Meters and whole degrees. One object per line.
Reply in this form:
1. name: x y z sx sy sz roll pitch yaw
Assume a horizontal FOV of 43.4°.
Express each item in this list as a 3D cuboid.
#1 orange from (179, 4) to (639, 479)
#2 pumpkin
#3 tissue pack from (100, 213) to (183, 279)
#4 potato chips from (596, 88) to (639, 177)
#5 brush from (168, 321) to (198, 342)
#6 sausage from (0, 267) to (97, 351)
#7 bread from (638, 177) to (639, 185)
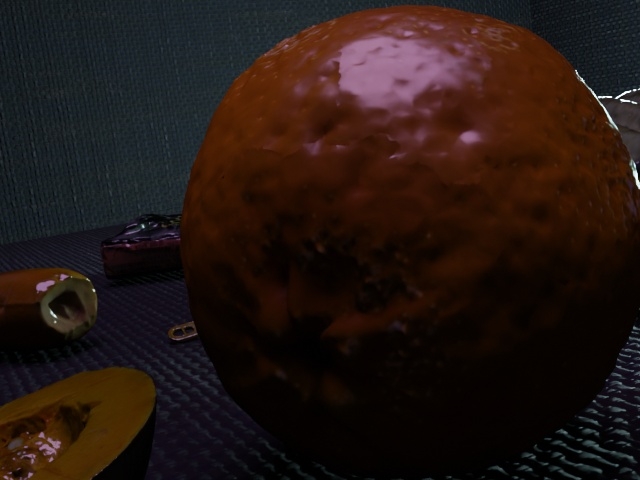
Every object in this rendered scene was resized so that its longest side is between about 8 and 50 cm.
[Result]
1. orange: 0.056 0.007 0.581 0.340 0.341 0.293 -3 19 29
2. pumpkin: -0.186 0.173 0.490 0.217 0.110 0.217 -15 17 5
3. tissue pack: -0.265 -0.001 1.659 0.332 0.123 0.245 -7 6 7
4. potato chips: 0.331 -0.125 1.038 0.358 0.070 0.429 -18 15 4
5. brush: -0.107 0.101 1.111 0.218 0.010 0.082 -14 33 -24
6. sausage: -0.477 0.103 1.164 0.353 0.116 0.134 -6 22 32
7. bread: 0.462 -0.035 1.119 0.262 0.163 0.204 12 -3 -28
